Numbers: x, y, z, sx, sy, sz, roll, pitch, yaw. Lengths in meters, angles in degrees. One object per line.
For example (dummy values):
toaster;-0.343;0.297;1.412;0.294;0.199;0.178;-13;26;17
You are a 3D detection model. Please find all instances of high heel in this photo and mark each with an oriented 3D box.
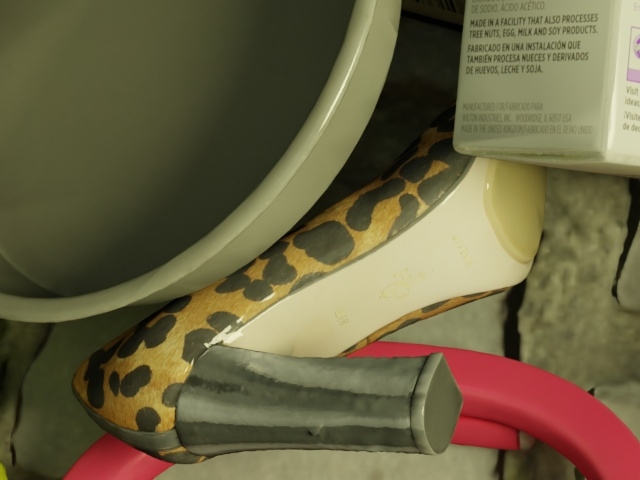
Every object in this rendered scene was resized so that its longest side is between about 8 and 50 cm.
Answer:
high heel;0.000;0.000;0.926;0.186;0.093;0.261;-1;39;25

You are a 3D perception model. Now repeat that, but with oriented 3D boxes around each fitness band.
fitness band;0.012;0.144;0.889;0.291;0.054;0.209;2;53;12

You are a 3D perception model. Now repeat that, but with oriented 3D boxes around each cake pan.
cake pan;-0.085;-0.097;0.897;0.293;0.054;0.293;-13;65;29

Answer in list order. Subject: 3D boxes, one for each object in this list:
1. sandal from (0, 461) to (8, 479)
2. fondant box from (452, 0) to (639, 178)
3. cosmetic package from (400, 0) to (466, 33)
sandal;-0.222;0.112;0.942;0.138;0.126;0.317;-17;73;9
fondant box;0.189;-0.187;0.856;0.096;0.238;0.330;7;91;52
cosmetic package;0.113;-0.254;0.971;0.153;0.129;0.296;18;80;14
